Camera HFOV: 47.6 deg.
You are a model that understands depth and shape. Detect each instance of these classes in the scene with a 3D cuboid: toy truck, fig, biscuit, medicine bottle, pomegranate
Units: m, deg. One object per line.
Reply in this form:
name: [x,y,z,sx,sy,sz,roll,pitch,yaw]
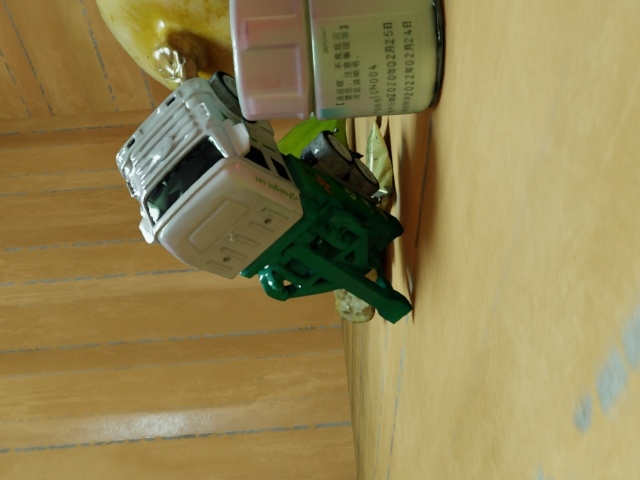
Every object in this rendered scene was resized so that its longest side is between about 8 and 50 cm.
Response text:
toy truck: [-0.035,-0.028,0.794,0.363,0.176,0.178,28,-153,-46]
fig: [-0.003,-0.164,1.622,0.233,0.233,0.314,112,-178,-88]
biscuit: [0.050,-0.003,1.139,0.274,0.091,0.213,69,-163,-65]
medicine bottle: [0.011,-0.171,0.629,0.135,0.168,0.135,176,90,-88]
pomegranate: [-0.125,-0.366,1.005,0.411,0.411,0.412,176,90,-89]

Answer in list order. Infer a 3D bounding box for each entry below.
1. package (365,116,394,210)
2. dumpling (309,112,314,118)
package: [0.079,-0.098,0.997,0.108,0.031,0.121,88,179,-77]
dumpling: [-0.019,-0.386,1.699,0.142,0.172,0.247,-11,89,58]
